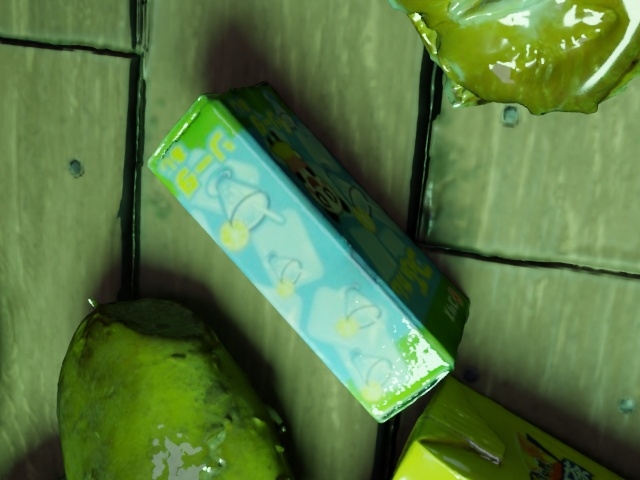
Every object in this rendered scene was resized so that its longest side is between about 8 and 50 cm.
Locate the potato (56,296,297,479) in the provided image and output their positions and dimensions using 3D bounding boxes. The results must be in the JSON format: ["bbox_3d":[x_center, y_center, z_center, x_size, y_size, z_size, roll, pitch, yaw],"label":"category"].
[{"bbox_3d":[-0.093,0.149,0.507,0.149,0.113,0.251,-26,91,26],"label":"potato"}]

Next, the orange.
[{"bbox_3d":[0.096,-0.145,0.378,0.160,0.112,0.170,21,148,10],"label":"orange"}]

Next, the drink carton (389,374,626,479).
[{"bbox_3d":[0.182,0.242,0.448,0.351,0.111,0.155,30,110,11],"label":"drink carton"}]

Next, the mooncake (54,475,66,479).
[{"bbox_3d":[-0.189,0.329,0.581,0.254,0.136,0.250,-40,88,21],"label":"mooncake"}]

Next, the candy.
[{"bbox_3d":[0.000,0.000,0.454,0.062,0.097,0.194,-42,90,21],"label":"candy"}]
